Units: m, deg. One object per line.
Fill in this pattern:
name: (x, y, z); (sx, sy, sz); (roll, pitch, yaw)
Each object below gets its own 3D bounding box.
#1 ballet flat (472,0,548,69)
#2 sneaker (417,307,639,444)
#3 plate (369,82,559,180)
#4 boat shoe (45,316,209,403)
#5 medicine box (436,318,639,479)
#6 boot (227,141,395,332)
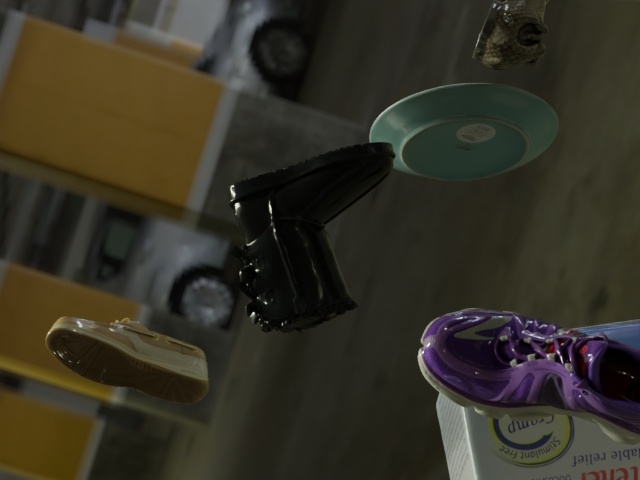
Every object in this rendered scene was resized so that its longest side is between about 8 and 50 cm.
ballet flat: (0.188, -0.208, 1.551); (0.250, 0.058, 0.084); (-56, -15, -63)
sneaker: (0.142, 0.070, 1.013); (0.071, 0.170, 0.068); (78, -155, -65)
plate: (0.142, -0.098, 1.700); (0.188, 0.188, 0.024); (118, 154, -61)
boat shoe: (-0.189, 0.109, 1.699); (0.063, 0.170, 0.059); (-49, 26, 40)
medicine box: (0.262, 0.236, 1.565); (0.149, 0.263, 0.289); (93, 169, -63)
boot: (0.000, 0.000, 1.080); (0.045, 0.121, 0.099); (28, -134, -71)
